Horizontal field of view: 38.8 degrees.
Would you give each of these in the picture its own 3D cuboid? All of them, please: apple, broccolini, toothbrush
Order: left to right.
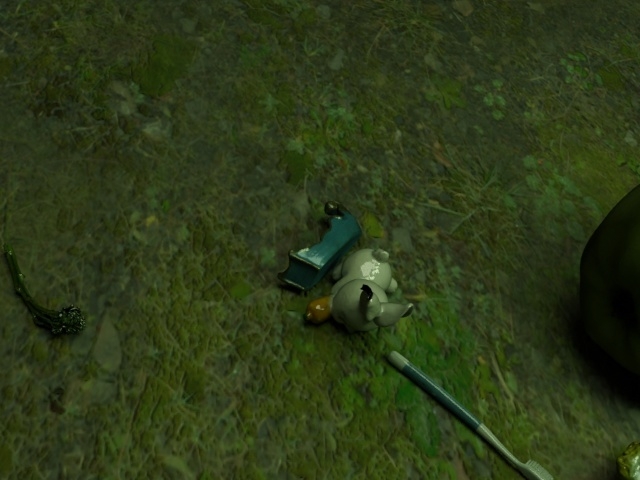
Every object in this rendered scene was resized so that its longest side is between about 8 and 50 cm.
[{"bbox_3d":[-0.384,0.068,1.218,0.194,0.054,0.052,38,66,25],"label":"broccolini"},{"bbox_3d":[0.199,0.236,1.225,0.276,0.019,0.025,39,43,23],"label":"toothbrush"},{"bbox_3d":[0.554,0.052,1.285,0.357,0.357,0.357,8,44,-8],"label":"apple"}]

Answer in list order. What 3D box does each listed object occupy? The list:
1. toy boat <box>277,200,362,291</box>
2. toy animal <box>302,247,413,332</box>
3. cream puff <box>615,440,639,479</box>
[{"bbox_3d":[0.000,0.000,1.369,0.077,0.075,0.185,37,44,10],"label":"toy boat"},{"bbox_3d":[0.055,0.077,1.277,0.131,0.127,0.181,18,31,-7],"label":"toy animal"},{"bbox_3d":[0.458,0.300,1.158,0.121,0.156,0.156,26,33,-37],"label":"cream puff"}]
